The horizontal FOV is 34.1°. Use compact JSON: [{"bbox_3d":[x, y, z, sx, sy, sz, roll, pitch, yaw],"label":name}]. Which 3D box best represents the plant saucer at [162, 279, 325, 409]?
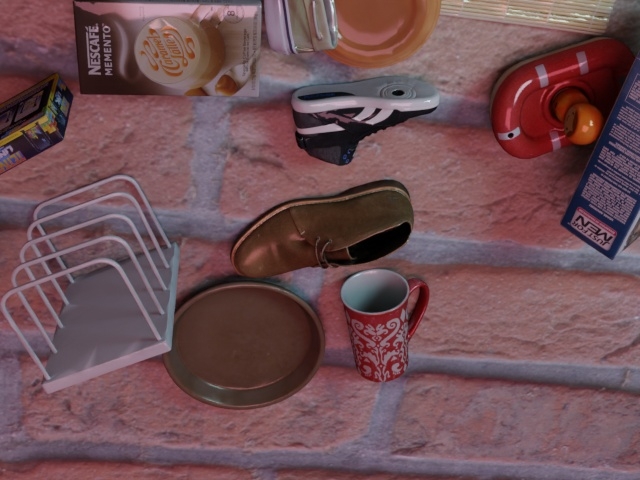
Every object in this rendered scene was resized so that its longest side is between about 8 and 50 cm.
[{"bbox_3d":[-0.131,0.175,1.782,0.278,0.041,0.277,-3,123,-5],"label":"plant saucer"}]

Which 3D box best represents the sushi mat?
[{"bbox_3d":[0.275,-0.378,1.473,0.317,0.019,0.151,5,124,-10],"label":"sushi mat"}]

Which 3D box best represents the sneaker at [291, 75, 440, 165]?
[{"bbox_3d":[0.069,-0.173,1.557,0.217,0.079,0.121,-1,127,4],"label":"sneaker"}]

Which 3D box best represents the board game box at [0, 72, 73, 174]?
[{"bbox_3d":[-0.436,-0.151,1.470,0.170,0.141,0.048,-26,121,11],"label":"board game box"}]

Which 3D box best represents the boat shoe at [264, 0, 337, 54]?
[{"bbox_3d":[-0.028,-0.388,1.368,0.094,0.109,0.302,3,127,11],"label":"boat shoe"}]

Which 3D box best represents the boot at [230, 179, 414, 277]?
[{"bbox_3d":[0.000,0.000,1.637,0.305,0.115,0.112,-20,125,8],"label":"boot"}]

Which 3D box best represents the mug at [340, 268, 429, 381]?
[{"bbox_3d":[0.115,0.145,1.750,0.150,0.113,0.169,-7,127,0],"label":"mug"}]

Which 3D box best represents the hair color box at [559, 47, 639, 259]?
[{"bbox_3d":[0.481,-0.153,1.494,0.174,0.105,0.347,-33,151,-37],"label":"hair color box"}]

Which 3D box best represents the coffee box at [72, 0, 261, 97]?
[{"bbox_3d":[-0.207,-0.278,1.436,0.247,0.098,0.141,-1,123,-6],"label":"coffee box"}]

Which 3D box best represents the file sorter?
[{"bbox_3d":[-0.334,0.049,1.539,0.193,0.277,0.173,-19,119,7],"label":"file sorter"}]

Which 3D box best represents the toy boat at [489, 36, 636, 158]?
[{"bbox_3d":[0.366,-0.191,1.527,0.231,0.151,0.151,-18,123,6],"label":"toy boat"}]

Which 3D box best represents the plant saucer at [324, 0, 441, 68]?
[{"bbox_3d":[0.070,-0.330,1.456,0.200,0.037,0.200,1,121,2],"label":"plant saucer"}]
